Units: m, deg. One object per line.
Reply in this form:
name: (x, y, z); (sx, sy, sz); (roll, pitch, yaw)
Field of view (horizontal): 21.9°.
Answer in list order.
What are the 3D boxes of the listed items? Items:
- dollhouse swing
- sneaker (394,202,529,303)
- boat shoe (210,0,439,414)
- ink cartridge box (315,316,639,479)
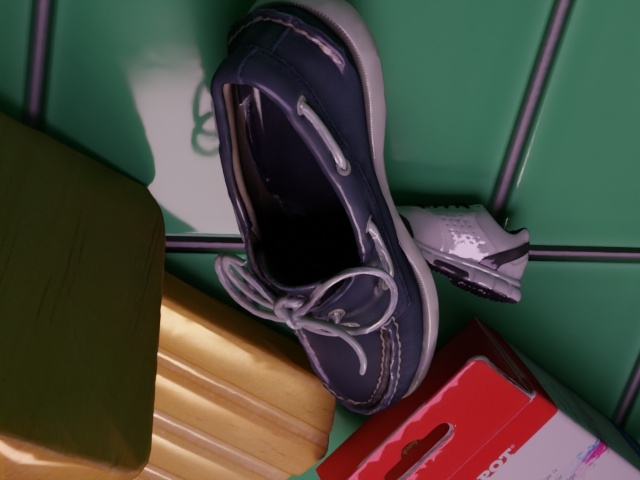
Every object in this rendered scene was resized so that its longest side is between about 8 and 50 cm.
dollhouse swing: (-0.170, 0.171, 0.821); (0.347, 0.315, 0.305); (-39, 117, 20)
sneaker: (0.062, -0.004, 0.875); (0.109, 0.040, 0.043); (23, 82, -19)
boat shoe: (0.000, 0.000, 0.806); (0.095, 0.079, 0.254); (15, 136, 24)
ink cartridge box: (0.097, 0.138, 0.956); (0.134, 0.078, 0.231); (-45, 129, 9)
